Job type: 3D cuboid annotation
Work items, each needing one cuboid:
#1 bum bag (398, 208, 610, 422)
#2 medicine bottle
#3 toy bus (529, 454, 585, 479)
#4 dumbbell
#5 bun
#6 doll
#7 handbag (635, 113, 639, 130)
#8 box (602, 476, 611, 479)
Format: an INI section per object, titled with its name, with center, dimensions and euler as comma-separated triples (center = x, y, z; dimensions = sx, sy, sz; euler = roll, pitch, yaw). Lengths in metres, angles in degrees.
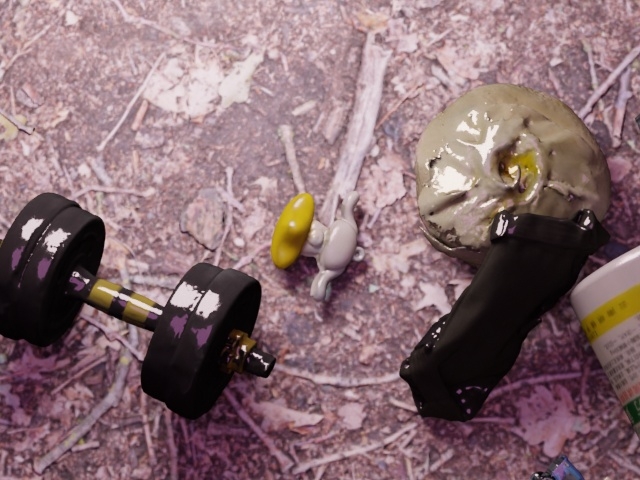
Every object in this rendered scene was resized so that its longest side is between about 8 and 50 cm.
[bum bag]
center = 0.198, 0.078, 1.891
dimensions = 0.142, 0.079, 0.326
euler = 23, 115, -28
[medicine bottle]
center = 0.440, 0.163, 1.828
dimensions = 0.208, 0.208, 0.339
euler = -25, 77, 1
[toy bus]
center = 0.245, 0.319, 1.904
dimensions = 0.153, 0.051, 0.061
euler = -45, 90, -4
[dumbbell]
center = -0.233, 0.076, 1.942
dimensions = 0.388, 0.185, 0.185
euler = 23, 82, 11
[bun]
center = 0.220, -0.072, 1.936
dimensions = 0.239, 0.141, 0.239
euler = -1, 81, 5
[doll]
center = 0.003, -0.007, 1.992
dimensions = 0.113, 0.071, 0.135
euler = 43, 82, 5
[handbag]
center = 0.520, -0.105, 1.944
dimensions = 0.270, 0.088, 0.175
euler = -9, 70, 5
[box]
center = 0.274, 0.374, 1.827
dimensions = 0.212, 0.168, 0.095
euler = -42, 73, -2
